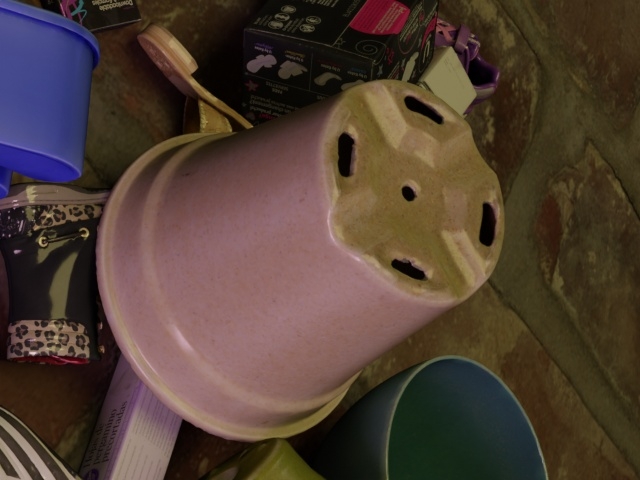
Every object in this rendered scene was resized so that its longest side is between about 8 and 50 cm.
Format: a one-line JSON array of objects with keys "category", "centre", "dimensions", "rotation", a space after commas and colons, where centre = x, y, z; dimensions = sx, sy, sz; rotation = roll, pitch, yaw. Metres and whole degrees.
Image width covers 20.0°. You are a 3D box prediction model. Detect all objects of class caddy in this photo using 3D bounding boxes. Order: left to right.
[{"category": "caddy", "centre": [-0.360, -0.155, 1.636], "dimensions": [0.341, 0.241, 0.179], "rotation": [15, 72, -46]}]

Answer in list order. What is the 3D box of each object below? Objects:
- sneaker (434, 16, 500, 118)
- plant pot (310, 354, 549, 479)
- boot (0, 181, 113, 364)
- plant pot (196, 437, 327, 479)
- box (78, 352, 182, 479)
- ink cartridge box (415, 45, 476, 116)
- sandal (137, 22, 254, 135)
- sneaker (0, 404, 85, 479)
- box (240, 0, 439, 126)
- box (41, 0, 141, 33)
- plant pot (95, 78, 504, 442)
[{"category": "sneaker", "centre": [0.152, -0.260, 2.375], "dimensions": [0.236, 0.104, 0.095], "rotation": [47, 47, -26]}, {"category": "plant pot", "centre": [0.096, 0.290, 2.025], "dimensions": [0.290, 0.195, 0.290], "rotation": [21, 60, -43]}, {"category": "boot", "centre": [-0.231, 0.038, 1.835], "dimensions": [0.236, 0.085, 0.179], "rotation": [6, 75, -45]}, {"category": "plant pot", "centre": [-0.026, 0.395, 1.759], "dimensions": [0.353, 0.366, 0.366], "rotation": [53, 42, -5]}, {"category": "box", "centre": [-0.173, 0.143, 1.874], "dimensions": [0.067, 0.063, 0.324], "rotation": [40, 49, -31]}, {"category": "ink cartridge box", "centre": [0.088, -0.147, 2.227], "dimensions": [0.082, 0.139, 0.191], "rotation": [59, 41, -18]}, {"category": "sandal", "centre": [-0.137, -0.129, 2.031], "dimensions": [0.079, 0.088, 0.240], "rotation": [-45, 106, -14]}, {"category": "sneaker", "centre": [-0.272, 0.346, 1.598], "dimensions": [0.257, 0.169, 0.448], "rotation": [-8, 80, -48]}, {"category": "box", "centre": [0.025, -0.226, 2.103], "dimensions": [0.247, 0.163, 0.142], "rotation": [-57, 157, -49]}, {"category": "box", "centre": [-0.267, -0.302, 1.963], "dimensions": [0.116, 0.029, 0.162], "rotation": [-22, 91, -50]}, {"category": "plant pot", "centre": [0.000, 0.000, 1.764], "dimensions": [0.333, 0.305, 0.334], "rotation": [15, 63, -33]}]
